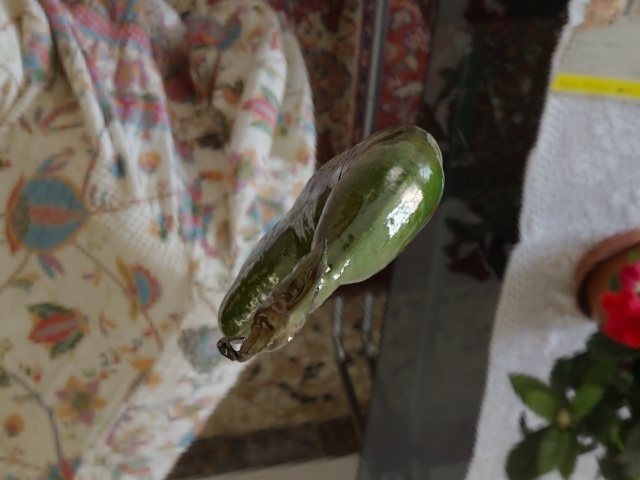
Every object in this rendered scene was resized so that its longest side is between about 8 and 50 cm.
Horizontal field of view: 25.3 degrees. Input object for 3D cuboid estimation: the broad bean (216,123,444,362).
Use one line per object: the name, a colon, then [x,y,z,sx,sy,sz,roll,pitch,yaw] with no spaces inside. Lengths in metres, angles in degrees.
broad bean: [0.000,0.000,0.704,0.144,0.292,0.049,-45,93,-5]
